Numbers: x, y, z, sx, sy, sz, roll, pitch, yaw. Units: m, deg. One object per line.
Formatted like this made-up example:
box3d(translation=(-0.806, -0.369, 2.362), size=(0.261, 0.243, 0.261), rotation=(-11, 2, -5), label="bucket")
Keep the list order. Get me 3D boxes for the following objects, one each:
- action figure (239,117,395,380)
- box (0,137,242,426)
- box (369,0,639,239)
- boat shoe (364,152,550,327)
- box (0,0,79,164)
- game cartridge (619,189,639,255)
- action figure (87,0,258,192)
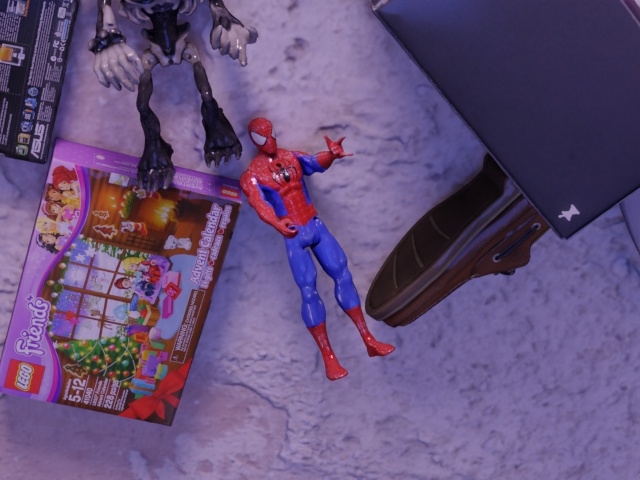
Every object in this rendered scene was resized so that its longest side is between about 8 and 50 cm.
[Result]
box3d(translation=(0.000, 0.000, 1.648), size=(0.091, 0.139, 0.280), rotation=(-26, 94, -19), label="action figure")
box3d(translation=(-0.218, 0.050, 1.727), size=(0.201, 0.057, 0.293), rotation=(13, 117, -12), label="box")
box3d(translation=(0.183, -0.208, 1.491), size=(0.183, 0.294, 0.296), rotation=(-36, 116, 14), label="box")
box3d(translation=(0.180, -0.005, 1.706), size=(0.104, 0.110, 0.307), rotation=(37, 111, -23), label="boat shoe")
box3d(translation=(-0.343, -0.180, 1.598), size=(0.184, 0.045, 0.190), rotation=(11, 118, -9), label="box")
box3d(translation=(0.418, -0.059, 1.734), size=(0.196, 0.060, 0.294), rotation=(-22, 118, 3), label="game cartridge")
box3d(translation=(-0.142, -0.189, 1.557), size=(0.164, 0.141, 0.275), rotation=(-15, 121, -9), label="action figure")
